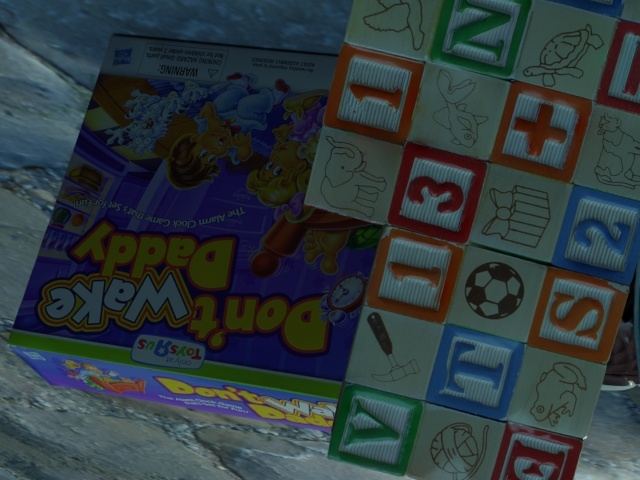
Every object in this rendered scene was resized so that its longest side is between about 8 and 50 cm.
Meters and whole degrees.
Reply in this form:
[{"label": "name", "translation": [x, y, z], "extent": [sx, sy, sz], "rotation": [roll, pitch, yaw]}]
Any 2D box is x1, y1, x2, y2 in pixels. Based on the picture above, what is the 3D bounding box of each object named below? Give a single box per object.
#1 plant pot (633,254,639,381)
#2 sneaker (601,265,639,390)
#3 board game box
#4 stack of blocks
[{"label": "plant pot", "translation": [0.346, 0.068, 0.960], "extent": [0.196, 0.293, 0.293], "rotation": [-8, 164, -18]}, {"label": "sneaker", "translation": [0.245, 0.048, 1.160], "extent": [0.162, 0.106, 0.281], "rotation": [34, 152, -33]}, {"label": "board game box", "translation": [0.000, 0.000, 1.027], "extent": [0.347, 0.233, 0.078], "rotation": [7, 157, 18]}, {"label": "stack of blocks", "translation": [0.081, -0.025, 0.831], "extent": [0.171, 0.297, 0.087], "rotation": [14, -168, 1]}]
